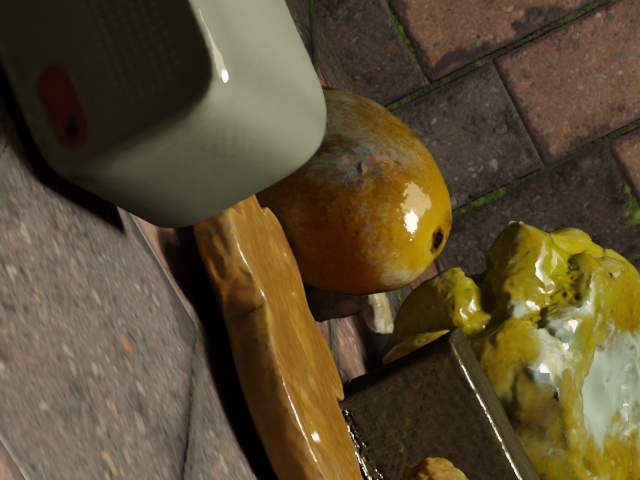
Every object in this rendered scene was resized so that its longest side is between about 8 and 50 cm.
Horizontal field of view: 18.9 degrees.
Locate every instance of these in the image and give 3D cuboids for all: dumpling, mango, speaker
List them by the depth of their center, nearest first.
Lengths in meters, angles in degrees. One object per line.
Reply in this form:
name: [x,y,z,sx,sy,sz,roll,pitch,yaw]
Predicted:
speaker: [-0.161,-0.220,1.375,0.406,0.183,0.184,66,14,14]
mango: [0.001,-0.060,1.852,0.316,0.193,0.146,42,-33,44]
dumpling: [-0.004,-0.001,1.996,0.166,0.086,0.332,76,-6,-52]

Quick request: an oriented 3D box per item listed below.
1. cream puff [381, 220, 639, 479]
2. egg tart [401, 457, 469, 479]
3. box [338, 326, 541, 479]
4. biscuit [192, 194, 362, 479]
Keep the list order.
cream puff: [0.224,0.156,2.258,0.378,0.276,0.378,-5,96,-53]
egg tart: [0.113,0.325,1.611,0.294,0.123,0.294,-23,90,-84]
box: [0.138,0.242,1.942,0.273,0.143,0.184,63,8,-1]
biscuit: [-0.039,0.090,1.596,0.275,0.052,0.355,56,15,-56]
